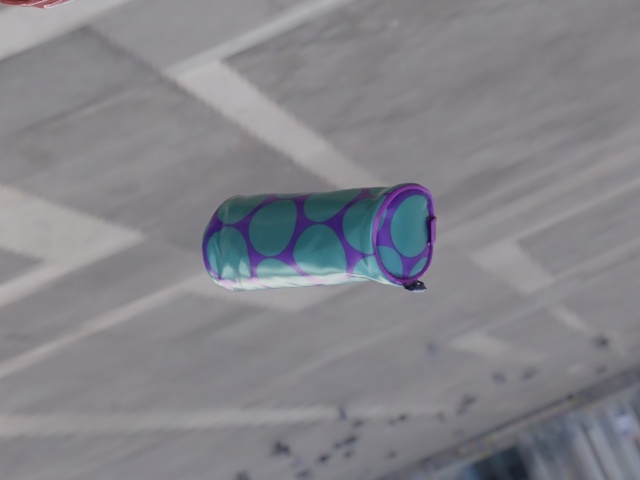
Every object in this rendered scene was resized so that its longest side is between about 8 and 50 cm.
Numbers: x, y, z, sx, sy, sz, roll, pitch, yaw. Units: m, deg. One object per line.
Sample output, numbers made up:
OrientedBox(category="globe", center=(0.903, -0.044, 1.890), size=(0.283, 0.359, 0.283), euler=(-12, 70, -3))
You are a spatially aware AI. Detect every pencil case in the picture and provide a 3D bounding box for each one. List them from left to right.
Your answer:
OrientedBox(category="pencil case", center=(0.000, 0.000, 1.188), size=(0.151, 0.065, 0.070), euler=(-2, 172, 41))

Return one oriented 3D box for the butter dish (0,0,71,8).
OrientedBox(category="butter dish", center=(-0.175, -0.226, 1.260), size=(0.160, 0.118, 0.160), euler=(-26, -154, -30))
